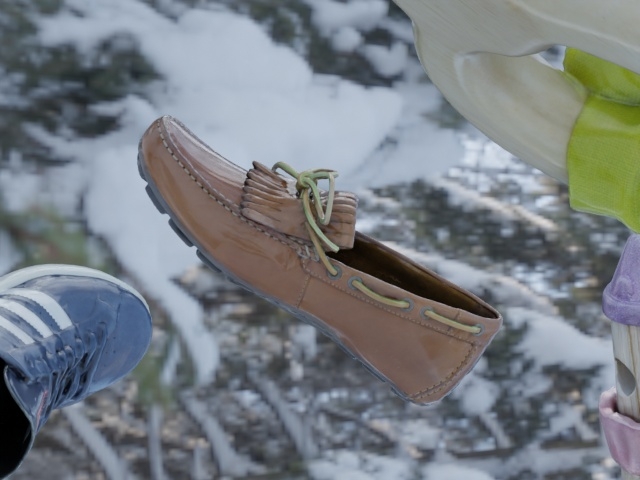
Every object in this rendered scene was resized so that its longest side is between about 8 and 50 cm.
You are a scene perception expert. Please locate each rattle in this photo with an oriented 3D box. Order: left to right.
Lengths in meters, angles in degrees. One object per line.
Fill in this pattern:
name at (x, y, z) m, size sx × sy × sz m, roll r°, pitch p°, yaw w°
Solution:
rattle at (0.081, -0.093, 0.416) m, size 0.143 × 0.200 × 0.130 m, roll -51°, pitch -150°, yaw 0°

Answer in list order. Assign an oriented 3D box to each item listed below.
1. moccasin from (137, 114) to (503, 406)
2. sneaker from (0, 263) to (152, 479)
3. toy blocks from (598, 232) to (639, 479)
moccasin at (-0.001, 0.001, 1.468) m, size 0.380 × 0.139 × 0.147 m, roll 37°, pitch -70°, yaw -3°
sneaker at (-0.222, 0.104, 1.116) m, size 0.148 × 0.350 × 0.131 m, roll 28°, pitch -69°, yaw 32°
toy blocks at (0.217, 0.131, 0.874) m, size 0.288 × 0.309 × 0.260 m, roll -126°, pitch -155°, yaw -62°
